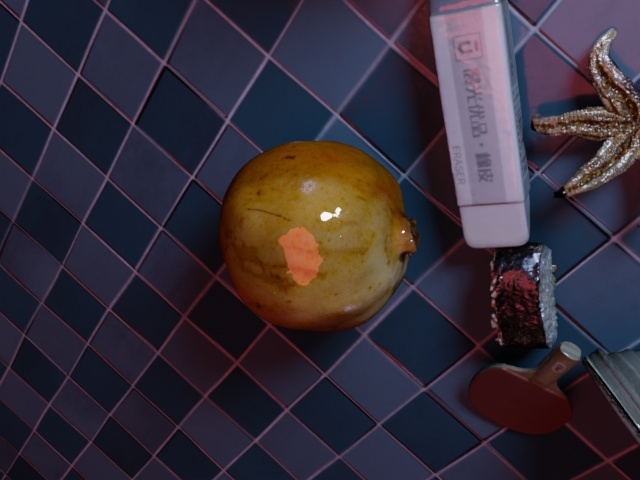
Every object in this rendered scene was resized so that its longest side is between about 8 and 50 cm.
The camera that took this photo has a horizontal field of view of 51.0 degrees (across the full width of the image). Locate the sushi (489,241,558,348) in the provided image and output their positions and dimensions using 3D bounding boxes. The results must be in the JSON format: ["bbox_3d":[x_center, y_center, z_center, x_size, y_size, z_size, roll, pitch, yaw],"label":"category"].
[{"bbox_3d":[0.264,0.072,0.877,0.078,0.090,0.151,1,117,30],"label":"sushi"}]

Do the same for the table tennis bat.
[{"bbox_3d":[0.289,0.203,0.923,0.138,0.022,0.247,27,145,7],"label":"table tennis bat"}]

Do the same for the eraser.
[{"bbox_3d":[0.194,-0.161,0.809,0.089,0.061,0.352,-3,113,28],"label":"eraser"}]

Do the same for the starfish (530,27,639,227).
[{"bbox_3d":[0.356,-0.130,0.753,0.238,0.057,0.213,-33,94,17],"label":"starfish"}]

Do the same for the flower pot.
[{"bbox_3d":[0.435,0.204,0.800,0.140,0.235,0.236,-34,97,12],"label":"flower pot"}]

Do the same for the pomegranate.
[{"bbox_3d":[0.000,0.000,0.872,0.264,0.264,0.265,11,119,21],"label":"pomegranate"}]
